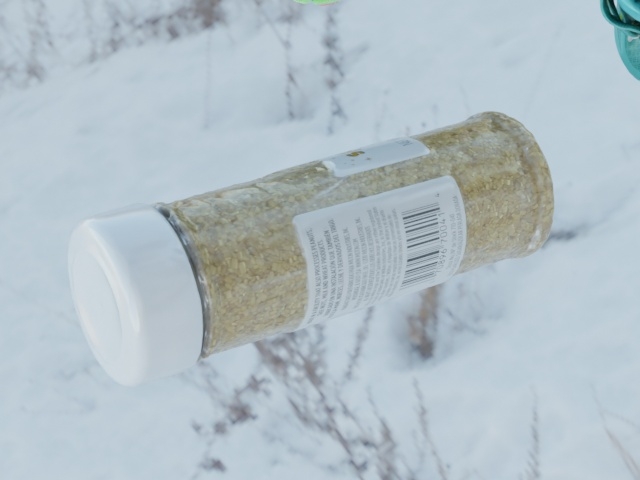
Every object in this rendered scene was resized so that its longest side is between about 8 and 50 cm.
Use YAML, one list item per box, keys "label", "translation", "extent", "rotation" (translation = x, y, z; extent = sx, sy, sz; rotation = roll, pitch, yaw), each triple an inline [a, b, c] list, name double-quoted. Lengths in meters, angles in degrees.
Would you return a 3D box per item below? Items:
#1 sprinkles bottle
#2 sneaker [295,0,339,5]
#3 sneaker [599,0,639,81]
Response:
- label: "sprinkles bottle"
  translation: [0.000, 0.000, 1.117]
  extent: [0.355, 0.121, 0.121]
  rotation: [-16, 29, -28]
- label: "sneaker"
  translation: [0.059, -0.384, 1.258]
  extent: [0.483, 0.202, 0.185]
  rotation: [-46, 38, 34]
- label: "sneaker"
  translation: [0.200, -0.150, 0.849]
  extent: [0.110, 0.275, 0.107]
  rotation: [-29, 79, -8]
